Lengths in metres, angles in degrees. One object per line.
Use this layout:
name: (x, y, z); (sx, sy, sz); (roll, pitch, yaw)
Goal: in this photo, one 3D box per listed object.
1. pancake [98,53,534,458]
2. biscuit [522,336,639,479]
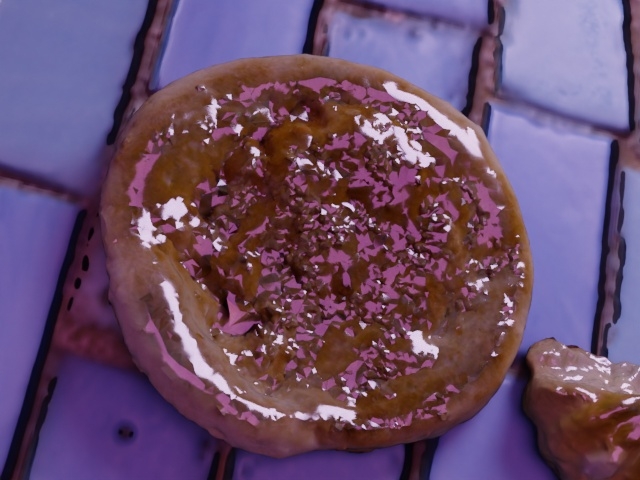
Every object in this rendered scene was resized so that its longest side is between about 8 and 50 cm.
pancake: (0.000, 0.001, 0.611); (0.282, 0.049, 0.283); (3, 72, -11)
biscuit: (0.214, 0.121, 0.597); (0.183, 0.061, 0.118); (9, 72, -6)
